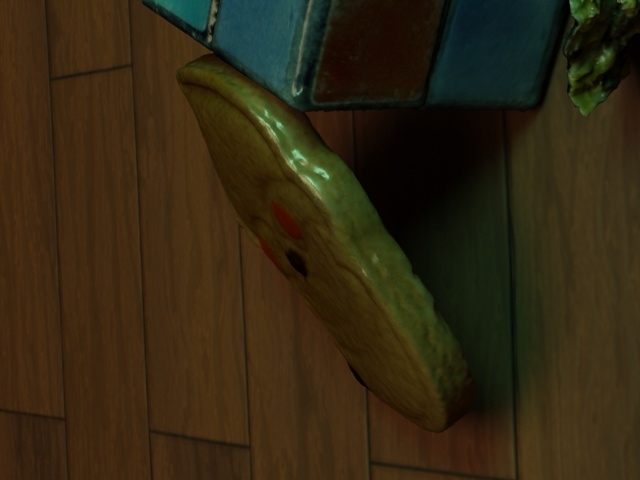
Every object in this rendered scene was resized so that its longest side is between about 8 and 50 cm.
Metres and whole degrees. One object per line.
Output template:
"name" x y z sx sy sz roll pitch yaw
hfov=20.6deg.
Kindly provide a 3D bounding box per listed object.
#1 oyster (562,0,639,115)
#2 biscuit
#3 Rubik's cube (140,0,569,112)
"oyster" 0.259 -0.235 1.550 0.083 0.214 0.223 10 137 24
"biscuit" -0.001 0.001 1.778 0.455 0.078 0.350 54 164 3
"Rubik's cube" 0.045 -0.318 1.693 0.316 0.313 0.318 38 123 47
